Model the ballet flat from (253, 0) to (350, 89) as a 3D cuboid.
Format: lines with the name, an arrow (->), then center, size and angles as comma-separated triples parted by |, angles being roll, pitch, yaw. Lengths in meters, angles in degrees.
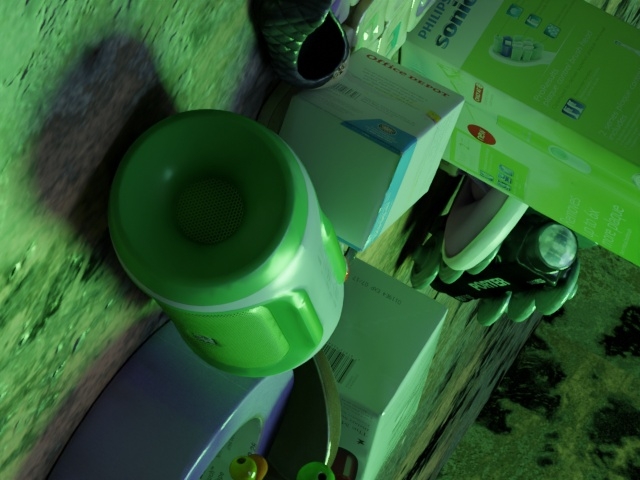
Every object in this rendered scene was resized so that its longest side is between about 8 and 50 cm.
ballet flat -> -0.005, -0.132, 1.277 | 0.057, 0.049, 0.173 | -59, 164, -4

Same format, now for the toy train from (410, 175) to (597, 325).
toy train -> 0.220, -0.014, 2.185 | 0.190, 0.142, 0.334 | -64, -167, -14

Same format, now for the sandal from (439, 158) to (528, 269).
sandal -> 0.181, -0.119, 2.051 | 0.169, 0.102, 0.416 | -50, -170, 40

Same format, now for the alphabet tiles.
alphabet tiles -> 0.028, -0.148, 1.478 | 0.284, 0.021, 0.278 | -54, 167, -31

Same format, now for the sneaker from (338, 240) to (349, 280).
sneaker -> 0.000, 0.000, 1.582 | 0.161, 0.075, 0.057 | -53, 167, -29

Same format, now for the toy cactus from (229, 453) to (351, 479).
toy cactus -> -0.022, 0.262, 1.470 | 0.219, 0.180, 0.112 | -59, -170, 17

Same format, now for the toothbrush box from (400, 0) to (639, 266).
toothbrush box -> 0.219, -0.115, 1.718 | 0.122, 0.283, 0.206 | -56, 168, -17

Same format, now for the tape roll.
tape roll -> -0.129, 0.194, 1.478 | 0.275, 0.090, 0.275 | -55, 168, -19

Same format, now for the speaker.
speaker -> -0.055, 0.010, 1.239 | 0.131, 0.131, 0.296 | -58, 168, -9

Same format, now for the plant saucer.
plant saucer -> -0.030, 0.137, 1.595 | 0.029, 0.168, 0.168 | -7, 136, -32

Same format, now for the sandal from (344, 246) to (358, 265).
sandal -> -0.014, 0.048, 1.694 | 0.254, 0.054, 0.097 | -62, 169, 8

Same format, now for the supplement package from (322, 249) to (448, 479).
supplement package -> 0.021, 0.138, 1.859 | 0.134, 0.139, 0.244 | -56, 167, -27

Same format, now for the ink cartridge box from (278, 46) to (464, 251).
ink cartridge box -> 0.035, -0.072, 1.406 | 0.143, 0.092, 0.090 | -40, 155, -56
